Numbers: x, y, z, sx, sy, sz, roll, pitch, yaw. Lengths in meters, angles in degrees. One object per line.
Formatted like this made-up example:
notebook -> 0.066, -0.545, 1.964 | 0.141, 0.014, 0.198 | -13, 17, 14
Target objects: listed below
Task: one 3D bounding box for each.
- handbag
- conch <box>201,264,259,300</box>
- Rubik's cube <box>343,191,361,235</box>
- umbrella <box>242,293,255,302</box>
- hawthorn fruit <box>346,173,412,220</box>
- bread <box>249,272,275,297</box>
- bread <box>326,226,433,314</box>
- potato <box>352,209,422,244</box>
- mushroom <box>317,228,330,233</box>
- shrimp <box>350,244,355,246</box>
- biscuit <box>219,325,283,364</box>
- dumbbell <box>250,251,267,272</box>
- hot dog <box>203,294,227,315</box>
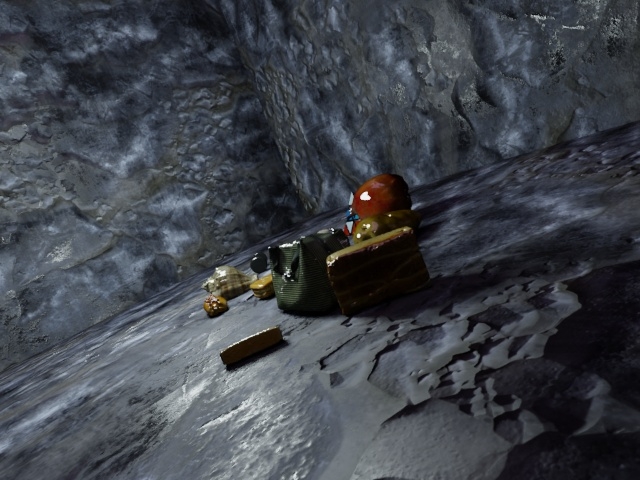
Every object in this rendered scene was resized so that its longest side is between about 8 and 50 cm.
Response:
handbag -> -0.030, 0.099, 1.445 | 0.247, 0.240, 0.341 | -23, 7, -35
conch -> -0.475, 0.203, 2.123 | 0.291, 0.159, 0.210 | -20, 8, 3
Rubik's cube -> 0.213, -0.067, 2.407 | 0.234, 0.284, 0.250 | -39, 32, 34
umbrella -> -0.299, 0.246, 1.910 | 0.022, 0.022, 0.149 | 18, 42, 39
hawthorn fruit -> 0.329, -0.201, 2.198 | 0.308, 0.308, 0.325 | -30, 9, -41
bread -> -0.211, 0.189, 1.844 | 0.116, 0.077, 0.200 | -15, 10, 45
bread -> 0.165, 0.088, 1.218 | 0.275, 0.184, 0.114 | -20, 5, 7
potato -> 0.299, -0.052, 1.815 | 0.369, 0.176, 0.195 | -24, -14, -36
mushroom -> -0.001, -0.001, 2.423 | 0.097, 0.088, 0.212 | -27, 10, 37
shrimp -> 0.129, 0.054, 1.835 | 0.249, 0.068, 0.150 | -25, 20, -37
biscuit -> -0.202, 0.307, 1.218 | 0.188, 0.052, 0.056 | -23, -7, -5
dumbbell -> -0.366, 0.131, 2.474 | 0.100, 0.100, 0.191 | -23, 8, -4
hot dog -> -0.490, 0.290, 1.914 | 0.102, 0.076, 0.249 | -22, 8, -20
